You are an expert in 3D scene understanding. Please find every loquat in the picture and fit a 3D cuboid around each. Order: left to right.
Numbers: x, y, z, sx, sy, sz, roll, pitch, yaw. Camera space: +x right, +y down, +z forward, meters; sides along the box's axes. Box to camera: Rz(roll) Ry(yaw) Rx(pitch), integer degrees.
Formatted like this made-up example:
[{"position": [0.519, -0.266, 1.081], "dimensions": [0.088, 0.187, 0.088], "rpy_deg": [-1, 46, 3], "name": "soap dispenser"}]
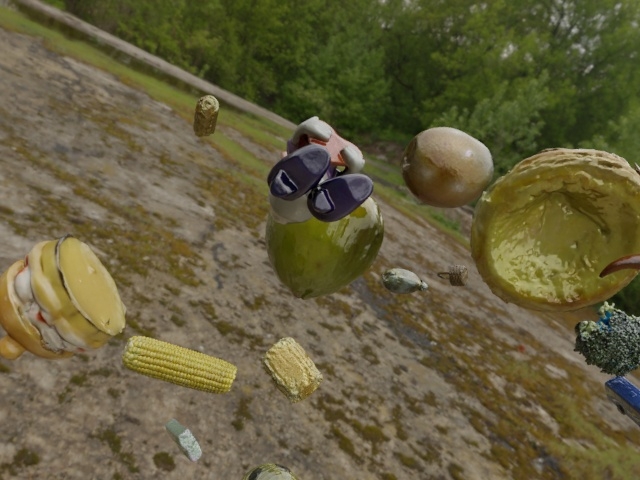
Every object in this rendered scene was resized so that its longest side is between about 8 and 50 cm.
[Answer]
[{"position": [0.290, -0.161, 1.231], "dimensions": [0.227, 0.179, 0.179], "rpy_deg": [14, 21, -25], "name": "loquat"}]

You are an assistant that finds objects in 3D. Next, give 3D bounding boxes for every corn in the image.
[{"position": [-0.304, 0.273, 1.173], "dimensions": [0.248, 0.081, 0.081], "rpy_deg": [23, 17, -19], "name": "corn"}]

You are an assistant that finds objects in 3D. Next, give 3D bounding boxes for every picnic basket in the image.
[{"position": [0.392, 0.104, 1.618], "dimensions": [0.083, 0.072, 0.072], "rpy_deg": [-3, -4, 34], "name": "picnic basket"}]

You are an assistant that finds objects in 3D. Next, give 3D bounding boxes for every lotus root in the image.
[{"position": [0.282, 0.141, 1.844], "dimensions": [0.165, 0.088, 0.088], "rpy_deg": [11, 20, -12], "name": "lotus root"}]

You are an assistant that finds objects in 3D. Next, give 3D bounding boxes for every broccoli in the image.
[{"position": [0.589, 0.198, 1.110], "dimensions": [0.154, 0.167, 0.160], "rpy_deg": [50, -12, -24], "name": "broccoli"}]

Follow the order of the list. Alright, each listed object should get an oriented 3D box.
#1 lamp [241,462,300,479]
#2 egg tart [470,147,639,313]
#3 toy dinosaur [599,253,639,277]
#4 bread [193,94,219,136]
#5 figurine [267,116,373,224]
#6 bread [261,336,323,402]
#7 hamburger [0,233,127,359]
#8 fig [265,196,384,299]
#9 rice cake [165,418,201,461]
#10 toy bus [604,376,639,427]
[{"position": [-0.165, 0.890, 1.845], "dimensions": [0.250, 0.284, 0.250], "rpy_deg": [16, 57, -26], "name": "lamp"}, {"position": [0.406, -0.020, 0.935], "dimensions": [0.315, 0.315, 0.120], "rpy_deg": [28, 26, -4], "name": "egg tart"}, {"position": [0.623, 0.018, 0.700], "dimensions": [0.097, 0.432, 0.208], "rpy_deg": [48, 21, -46], "name": "toy dinosaur"}, {"position": [-0.280, -0.309, 1.327], "dimensions": [0.060, 0.110, 0.066], "rpy_deg": [37, 58, 3], "name": "bread"}, {"position": [-0.014, -0.119, 1.010], "dimensions": [0.154, 0.193, 0.421], "rpy_deg": [35, 20, -9], "name": "figurine"}, {"position": [-0.115, 0.491, 2.076], "dimensions": [0.245, 0.174, 0.121], "rpy_deg": [45, -19, 26], "name": "bread"}, {"position": [-0.613, 0.151, 1.241], "dimensions": [0.276, 0.237, 0.276], "rpy_deg": [63, 0, 1], "name": "hamburger"}, {"position": [-0.001, -0.005, 1.481], "dimensions": [0.343, 0.343, 0.343], "rpy_deg": [27, 16, -8], "name": "fig"}, {"position": [-0.336, 0.488, 1.324], "dimensions": [0.080, 0.042, 0.222], "rpy_deg": [60, -26, -2], "name": "rice cake"}, {"position": [0.626, 0.329, 1.064], "dimensions": [0.061, 0.051, 0.153], "rpy_deg": [61, 1, -20], "name": "toy bus"}]
